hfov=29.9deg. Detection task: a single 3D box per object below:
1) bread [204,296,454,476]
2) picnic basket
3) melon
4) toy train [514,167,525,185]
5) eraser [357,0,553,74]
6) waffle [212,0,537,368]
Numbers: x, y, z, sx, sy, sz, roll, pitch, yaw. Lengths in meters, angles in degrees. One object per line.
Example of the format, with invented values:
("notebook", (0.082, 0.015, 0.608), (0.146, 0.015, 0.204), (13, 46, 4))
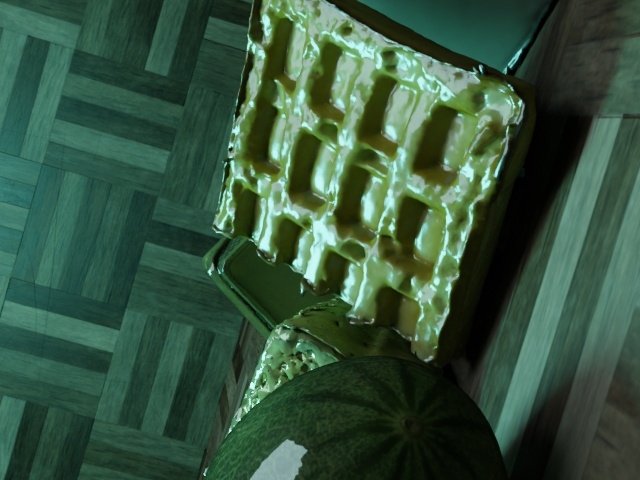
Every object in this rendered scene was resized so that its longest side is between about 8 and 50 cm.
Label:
("bread", (0.068, 0.200, 1.269), (0.315, 0.279, 0.248), (-9, -54, -50))
("picnic basket", (0.000, 0.000, 1.429), (0.266, 0.165, 0.139), (-46, 12, -10))
("melon", (0.019, 0.222, 0.913), (0.237, 0.237, 0.301), (-83, 12, -47))
("toy train", (0.145, -0.085, 1.231), (0.200, 0.083, 0.132), (120, 161, -63))
("eraser", (0.147, -0.318, 1.219), (0.331, 0.331, 0.150), (117, 168, -54))
("waffle", (0.043, -0.076, 1.161), (0.348, 0.077, 0.304), (34, 122, 36))
